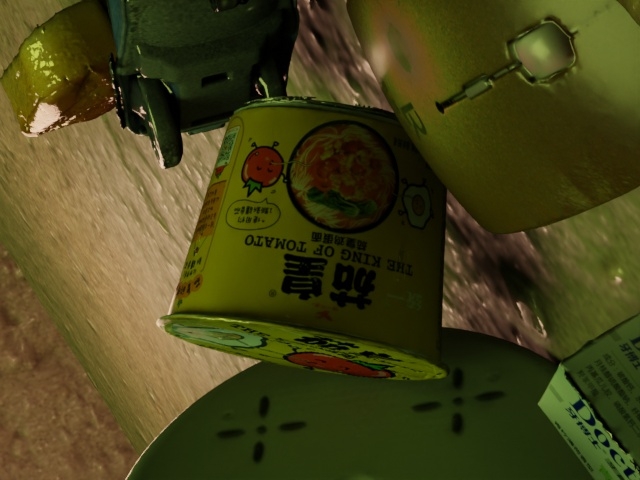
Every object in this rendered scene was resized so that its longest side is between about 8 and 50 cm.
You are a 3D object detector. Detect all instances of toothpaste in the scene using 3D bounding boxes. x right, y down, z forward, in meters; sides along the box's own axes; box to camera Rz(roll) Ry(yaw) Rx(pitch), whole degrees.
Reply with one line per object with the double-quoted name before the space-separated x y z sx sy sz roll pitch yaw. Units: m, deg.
"toothpaste" 0.245 0.195 0.975 0.336 0.067 0.081 54 164 17

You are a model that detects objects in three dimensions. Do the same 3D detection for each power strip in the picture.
"power strip" 0.041 0.211 1.154 0.357 0.357 0.161 38 153 50

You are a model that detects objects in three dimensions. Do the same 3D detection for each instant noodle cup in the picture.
"instant noodle cup" 0.000 0.000 1.119 0.182 0.182 0.144 147 133 -74

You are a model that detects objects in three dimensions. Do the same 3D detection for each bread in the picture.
"bread" -0.245 -0.157 1.730 0.094 0.102 0.245 62 162 -2

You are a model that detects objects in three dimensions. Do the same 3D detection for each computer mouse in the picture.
"computer mouse" 0.090 -0.086 0.928 0.158 0.072 0.310 58 163 -4

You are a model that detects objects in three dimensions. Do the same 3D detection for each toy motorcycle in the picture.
"toy motorcycle" -0.089 -0.184 1.137 0.358 0.125 0.212 103 150 -70

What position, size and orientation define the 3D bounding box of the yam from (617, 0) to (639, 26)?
"yam" 0.121 -0.143 0.749 0.299 0.066 0.066 50 162 25
